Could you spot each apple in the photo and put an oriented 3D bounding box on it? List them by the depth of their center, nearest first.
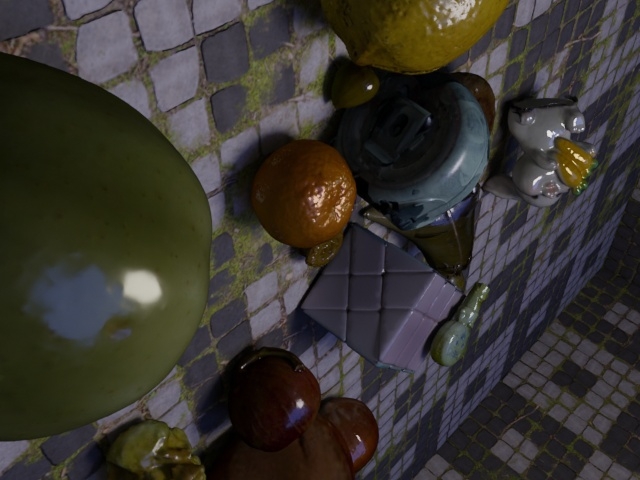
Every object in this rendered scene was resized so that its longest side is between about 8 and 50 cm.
[{"bbox_3d":[-0.283,0.006,0.604,0.357,0.357,0.357,-35,143,-31],"label":"apple"}]

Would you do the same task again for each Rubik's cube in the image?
[{"bbox_3d":[0.136,0.127,1.414,0.221,0.231,0.224,-58,151,2],"label":"Rubik's cube"}]

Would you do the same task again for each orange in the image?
[{"bbox_3d":[-0.026,-0.076,1.068,0.177,0.155,0.178,-43,148,-36],"label":"orange"}]

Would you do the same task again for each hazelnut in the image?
[{"bbox_3d":[-0.087,0.545,1.445,0.372,0.315,0.372,-26,164,-8],"label":"hazelnut"},{"bbox_3d":[0.053,0.506,1.714,0.214,0.176,0.214,-2,94,-43],"label":"hazelnut"}]

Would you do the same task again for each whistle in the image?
[{"bbox_3d":[0.297,0.177,1.421,0.104,0.057,0.198,34,83,-54],"label":"whistle"}]

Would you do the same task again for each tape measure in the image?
[{"bbox_3d":[0.149,-0.161,1.135,0.275,0.256,0.147,-53,150,6],"label":"tape measure"}]

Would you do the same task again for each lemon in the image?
[{"bbox_3d":[0.139,-0.375,0.918,0.310,0.258,0.258,-43,149,2],"label":"lemon"}]

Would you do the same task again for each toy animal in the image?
[{"bbox_3d":[0.558,-0.213,1.703,0.183,0.247,0.310,-19,120,-23],"label":"toy animal"}]

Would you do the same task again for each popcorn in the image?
[{"bbox_3d":[-0.264,0.463,1.173,0.173,0.225,0.286,-36,146,-36],"label":"popcorn"}]

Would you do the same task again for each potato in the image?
[{"bbox_3d":[0.374,0.128,1.904,0.091,0.070,0.138,-42,146,-25],"label":"potato"}]

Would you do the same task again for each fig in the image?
[{"bbox_3d":[0.052,-0.254,1.095,0.088,0.074,0.074,-40,154,19],"label":"fig"},{"bbox_3d":[-0.096,0.306,1.314,0.205,0.205,0.205,-35,143,-31],"label":"fig"}]

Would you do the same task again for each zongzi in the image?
[{"bbox_3d":[0.221,-0.004,1.508,0.300,0.145,0.274,-23,128,-24],"label":"zongzi"}]

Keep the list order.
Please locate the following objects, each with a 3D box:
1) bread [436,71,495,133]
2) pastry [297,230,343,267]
[{"bbox_3d":[0.253,-0.238,1.341,0.230,0.123,0.230,-29,139,-30],"label":"bread"},{"bbox_3d":[0.000,0.000,1.276,0.109,0.057,0.097,-42,152,-19],"label":"pastry"}]
